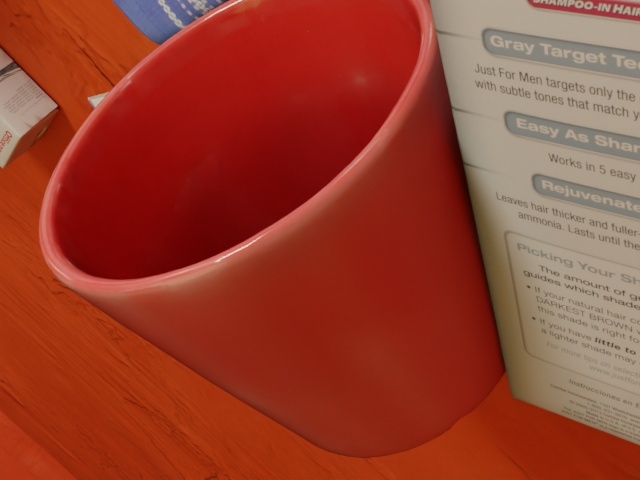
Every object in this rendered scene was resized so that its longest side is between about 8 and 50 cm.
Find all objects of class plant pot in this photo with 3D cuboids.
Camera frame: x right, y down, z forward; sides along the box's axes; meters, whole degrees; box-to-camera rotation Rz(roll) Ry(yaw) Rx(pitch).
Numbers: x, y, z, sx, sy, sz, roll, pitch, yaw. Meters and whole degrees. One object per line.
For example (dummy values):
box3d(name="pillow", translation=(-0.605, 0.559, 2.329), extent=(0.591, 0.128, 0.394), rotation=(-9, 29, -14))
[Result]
box3d(name="plant pot", translation=(0.000, 0.000, 0.681), extent=(0.275, 0.275, 0.243), rotation=(8, 145, 44))

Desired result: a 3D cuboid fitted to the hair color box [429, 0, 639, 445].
box3d(name="hair color box", translation=(0.182, -0.037, 0.547), extent=(0.185, 0.113, 0.374), rotation=(18, 144, 34))

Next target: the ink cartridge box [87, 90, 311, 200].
box3d(name="ink cartridge box", translation=(-0.076, -0.062, 0.875), extent=(0.208, 0.045, 0.206), rotation=(-1, 131, 48))

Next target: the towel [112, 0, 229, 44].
box3d(name="towel", translation=(-0.112, -0.265, 0.655), extent=(0.243, 0.040, 0.336), rotation=(49, 149, -15))

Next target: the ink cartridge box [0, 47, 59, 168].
box3d(name="ink cartridge box", translation=(-0.343, -0.151, 1.052), extent=(0.135, 0.056, 0.099), rotation=(46, 149, -7))
